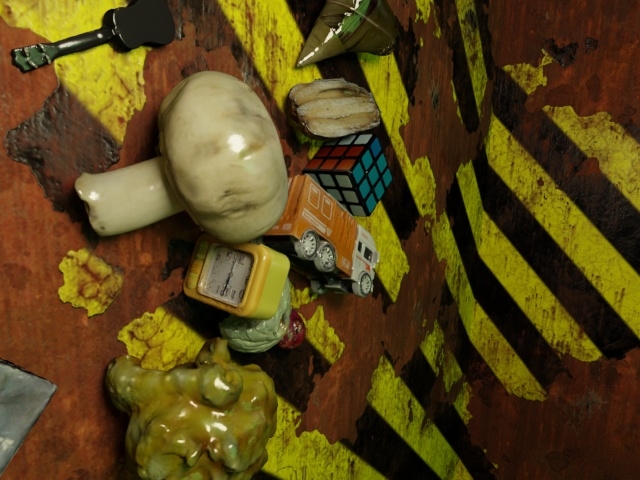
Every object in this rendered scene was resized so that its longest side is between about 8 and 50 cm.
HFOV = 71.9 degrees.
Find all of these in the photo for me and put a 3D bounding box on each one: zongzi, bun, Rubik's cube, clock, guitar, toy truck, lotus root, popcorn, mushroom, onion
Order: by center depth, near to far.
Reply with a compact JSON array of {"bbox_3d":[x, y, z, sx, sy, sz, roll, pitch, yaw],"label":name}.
[{"bbox_3d":[-0.346,-0.323,0.696,0.271,0.038,0.084,-44,129,-38],"label":"guitar"},{"bbox_3d":[-0.228,-0.118,0.759,0.335,0.314,0.315,-19,117,-16],"label":"mushroom"},{"bbox_3d":[-0.232,0.349,0.819,0.325,0.290,0.321,-43,141,-1],"label":"popcorn"},{"bbox_3d":[-0.172,0.070,0.884,0.096,0.202,0.144,28,76,-53],"label":"clock"},{"bbox_3d":[-0.131,0.156,0.999,0.204,0.126,0.213,-33,133,-58],"label":"bun"},{"bbox_3d":[0.000,0.000,1.123,0.387,0.173,0.207,38,59,-47],"label":"toy truck"},{"bbox_3d":[-0.082,0.228,1.134,0.107,0.097,0.107,22,60,-46],"label":"onion"},{"bbox_3d":[0.035,-0.332,1.145,0.329,0.078,0.167,-19,86,-44],"label":"lotus root"},{"bbox_3d":[0.076,-0.512,1.157,0.300,0.145,0.273,-60,147,1],"label":"zongzi"},{"bbox_3d":[0.076,-0.175,1.190,0.161,0.163,0.162,-56,133,-29],"label":"Rubik's cube"}]

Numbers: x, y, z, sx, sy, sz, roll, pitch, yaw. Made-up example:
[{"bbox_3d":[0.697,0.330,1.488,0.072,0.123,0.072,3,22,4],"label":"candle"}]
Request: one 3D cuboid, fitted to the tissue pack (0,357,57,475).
[{"bbox_3d":[-0.539,0.214,0.501,0.361,0.122,0.259,54,55,-46],"label":"tissue pack"}]
